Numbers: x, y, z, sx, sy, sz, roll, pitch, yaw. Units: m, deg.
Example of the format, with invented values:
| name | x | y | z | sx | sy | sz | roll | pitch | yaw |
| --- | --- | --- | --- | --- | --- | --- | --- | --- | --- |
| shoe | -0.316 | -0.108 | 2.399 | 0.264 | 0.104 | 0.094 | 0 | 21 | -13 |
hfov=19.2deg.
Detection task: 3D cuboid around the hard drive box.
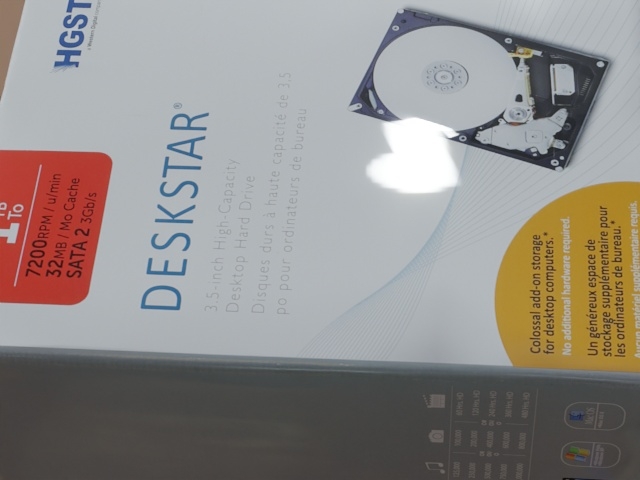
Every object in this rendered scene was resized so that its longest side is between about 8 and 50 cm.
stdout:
| name | x | y | z | sx | sy | sz | roll | pitch | yaw |
| --- | --- | --- | --- | --- | --- | --- | --- | --- | --- |
| hard drive box | 0.000 | 0.000 | 0.679 | 0.232 | 0.181 | 0.089 | 1 | -39 | 4 |
